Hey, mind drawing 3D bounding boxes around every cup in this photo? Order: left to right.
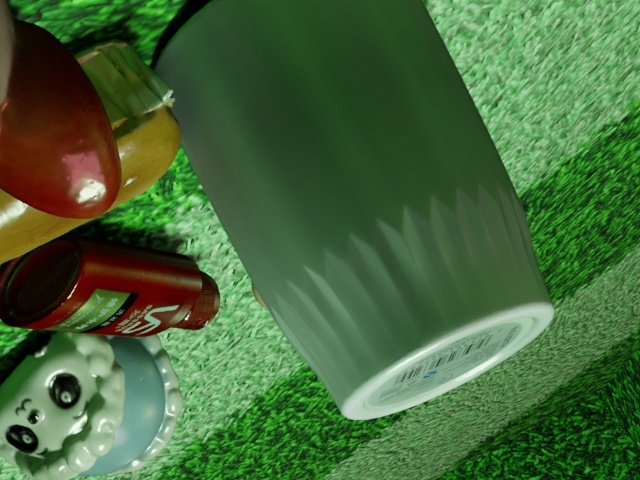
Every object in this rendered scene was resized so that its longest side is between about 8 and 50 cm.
[{"bbox_3d":[0.029,-0.050,1.356,0.253,0.372,0.253,-23,163,-8],"label":"cup"}]

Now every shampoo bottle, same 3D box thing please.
[{"bbox_3d":[-0.210,0.054,1.638,0.118,0.076,0.314,-42,159,15],"label":"shampoo bottle"}]

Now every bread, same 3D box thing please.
[{"bbox_3d":[-0.234,-0.061,1.289,0.241,0.107,0.136,-28,163,-12],"label":"bread"}]

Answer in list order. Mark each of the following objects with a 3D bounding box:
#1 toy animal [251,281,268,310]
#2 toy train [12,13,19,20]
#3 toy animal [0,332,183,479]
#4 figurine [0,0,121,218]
[{"bbox_3d":[0.000,0.000,1.685,0.171,0.171,0.197,-41,166,22],"label":"toy animal"},{"bbox_3d":[-0.318,-0.090,1.169,0.234,0.052,0.051,-35,165,5],"label":"toy train"},{"bbox_3d":[-0.269,0.193,1.766,0.208,0.156,0.204,-44,162,18],"label":"toy animal"},{"bbox_3d":[-0.278,-0.128,0.904,0.261,0.269,0.211,-18,129,-43],"label":"figurine"}]
